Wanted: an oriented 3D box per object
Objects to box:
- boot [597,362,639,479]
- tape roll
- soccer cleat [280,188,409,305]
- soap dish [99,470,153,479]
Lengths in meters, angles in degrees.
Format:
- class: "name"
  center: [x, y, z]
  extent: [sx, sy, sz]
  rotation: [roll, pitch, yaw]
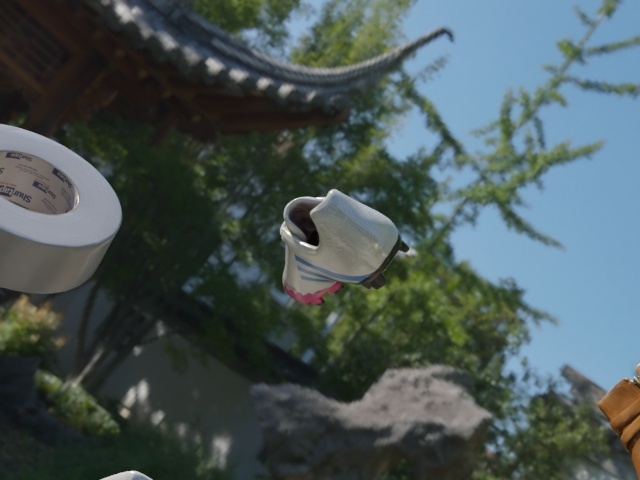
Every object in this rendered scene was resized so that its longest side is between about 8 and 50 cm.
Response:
- class: "boot"
  center: [0.323, 0.213, 0.999]
  extent: [0.152, 0.197, 0.073]
  rotation: [47, -6, 36]
- class: "tape roll"
  center: [-0.340, -0.039, 1.158]
  extent: [0.219, 0.072, 0.219]
  rotation: [26, 28, -14]
- class: "soccer cleat"
  center: [0.000, 0.000, 1.360]
  extent: [0.143, 0.116, 0.331]
  rotation: [40, -20, -10]
- class: "soap dish"
  center: [-0.201, 0.403, 1.196]
  extent: [0.229, 0.118, 0.291]
  rotation: [-26, -57, 33]
